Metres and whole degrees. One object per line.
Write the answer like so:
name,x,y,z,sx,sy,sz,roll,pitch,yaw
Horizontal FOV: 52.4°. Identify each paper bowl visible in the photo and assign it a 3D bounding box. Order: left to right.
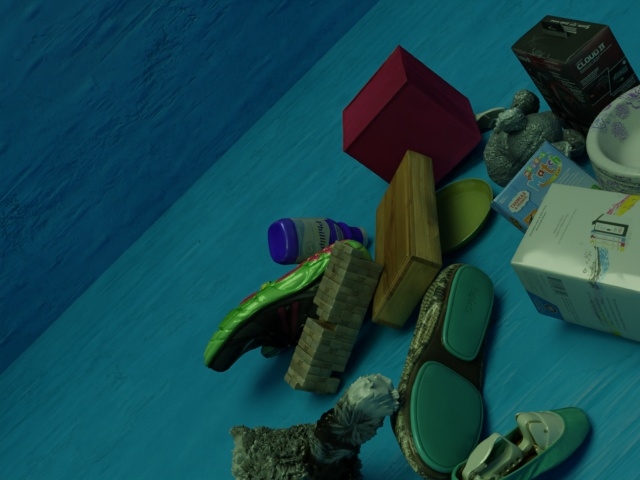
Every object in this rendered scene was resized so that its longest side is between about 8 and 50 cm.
paper bowl,0.621,-0.155,1.119,0.284,0.148,0.284,-24,35,18

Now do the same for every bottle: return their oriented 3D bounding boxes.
bottle,0.000,0.000,1.684,0.092,0.283,0.118,-19,76,50

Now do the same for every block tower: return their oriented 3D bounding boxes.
block tower,0.031,0.177,1.442,0.091,0.097,0.335,24,96,62

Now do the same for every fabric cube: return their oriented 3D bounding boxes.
fabric cube,0.233,-0.311,1.738,0.254,0.258,0.259,-47,23,30

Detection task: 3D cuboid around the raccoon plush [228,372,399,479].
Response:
raccoon plush,-0.009,0.367,1.210,0.446,0.216,0.299,-47,23,13

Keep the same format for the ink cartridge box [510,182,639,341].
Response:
ink cartridge box,0.460,0.038,1.019,0.233,0.171,0.168,16,66,43

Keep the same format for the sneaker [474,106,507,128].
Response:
sneaker,0.435,-0.326,1.755,0.152,0.054,0.061,-23,31,38

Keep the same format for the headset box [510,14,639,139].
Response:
headset box,0.542,-0.335,1.350,0.110,0.293,0.218,-42,26,6

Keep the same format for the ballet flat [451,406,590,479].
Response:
ballet flat,0.295,0.308,0.958,0.247,0.087,0.083,-33,25,-11

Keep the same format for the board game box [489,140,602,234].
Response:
board game box,0.449,-0.059,1.207,0.160,0.211,0.039,-47,-10,-5

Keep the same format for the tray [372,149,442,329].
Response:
tray,0.191,-0.015,1.496,0.411,0.076,0.203,-83,15,-51

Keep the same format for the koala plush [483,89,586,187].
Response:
koala plush,0.441,-0.200,1.351,0.203,0.196,0.221,-48,-5,7

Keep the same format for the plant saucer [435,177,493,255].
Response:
plant saucer,0.313,-0.048,1.552,0.241,0.037,0.241,-34,28,21

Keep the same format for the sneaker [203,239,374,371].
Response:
sneaker,-0.069,0.189,1.552,0.483,0.202,0.185,-32,2,5

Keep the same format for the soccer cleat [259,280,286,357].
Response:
soccer cleat,-0.141,0.209,1.770,0.121,0.093,0.289,-43,27,10

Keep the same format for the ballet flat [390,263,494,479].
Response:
ballet flat,0.212,0.247,1.187,0.182,0.164,0.483,-50,11,44
